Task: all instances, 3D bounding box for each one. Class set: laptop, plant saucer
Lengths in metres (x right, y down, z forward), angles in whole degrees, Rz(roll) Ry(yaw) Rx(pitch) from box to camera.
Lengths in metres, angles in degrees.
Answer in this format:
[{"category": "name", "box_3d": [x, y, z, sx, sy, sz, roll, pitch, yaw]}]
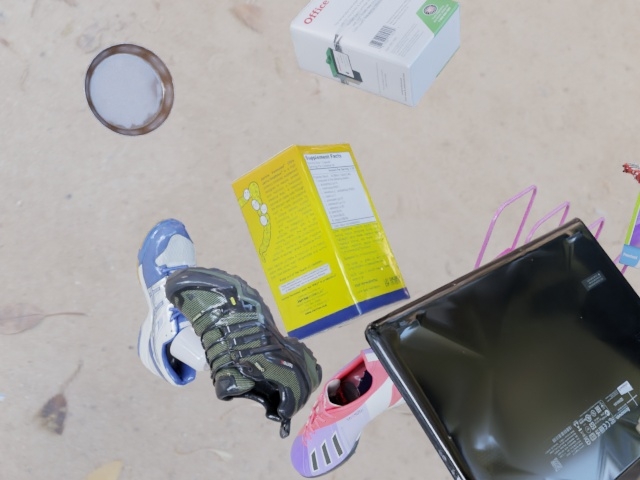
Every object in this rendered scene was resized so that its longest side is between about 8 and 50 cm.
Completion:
[{"category": "laptop", "box_3d": [0.243, 0.246, 0.948, 0.382, 0.236, 0.408, -22, 73, -37]}, {"category": "plant saucer", "box_3d": [-0.347, -0.270, 1.480, 0.168, 0.029, 0.168, -1, 91, -29]}]

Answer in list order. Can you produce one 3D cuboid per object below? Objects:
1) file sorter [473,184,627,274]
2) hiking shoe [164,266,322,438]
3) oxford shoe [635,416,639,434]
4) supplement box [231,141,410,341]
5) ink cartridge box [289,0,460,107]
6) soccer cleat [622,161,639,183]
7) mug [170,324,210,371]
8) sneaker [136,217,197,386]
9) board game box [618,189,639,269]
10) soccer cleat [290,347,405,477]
[{"category": "file sorter", "box_3d": [0.437, 0.053, 1.433, 0.202, 0.291, 0.182, -28, 141, -48]}, {"category": "hiking shoe", "box_3d": [-0.098, 0.125, 0.954, 0.227, 0.086, 0.114, 41, 36, -7]}, {"category": "oxford shoe", "box_3d": [0.360, 0.197, 0.419, 0.130, 0.449, 0.169, -43, 126, 2]}, {"category": "supplement box", "box_3d": [0.000, 0.000, 1.670, 0.194, 0.195, 0.356, -10, 77, -53]}, {"category": "ink cartridge box", "box_3d": [0.087, -0.321, 1.289, 0.160, 0.219, 0.092, -52, 152, -25]}, {"category": "soccer cleat", "box_3d": [0.659, -0.141, 1.695, 0.036, 0.083, 0.029, -19, 121, -6]}, {"category": "mug", "box_3d": [-0.194, 0.179, 1.328, 0.078, 0.064, 0.062, -2, 122, -58]}, {"category": "sneaker", "box_3d": [-0.244, 0.111, 1.418, 0.112, 0.131, 0.296, -12, 116, -35]}, {"category": "board game box", "box_3d": [0.571, -0.039, 1.084, 0.078, 0.347, 0.233, 12, 96, -22]}, {"category": "soccer cleat", "box_3d": [0.027, 0.267, 1.286, 0.116, 0.318, 0.108, 13, 42, -38]}]
